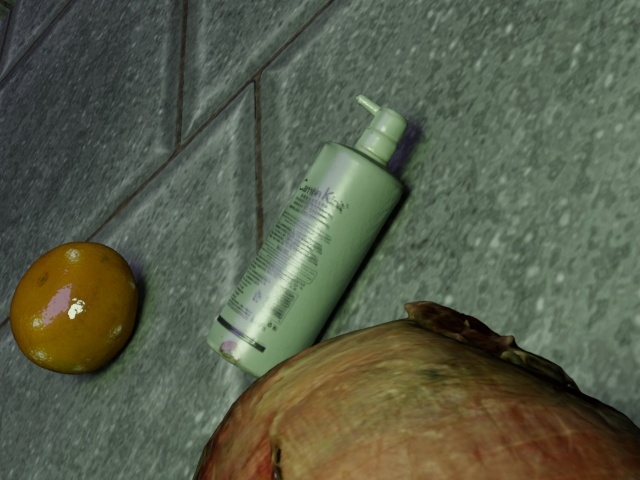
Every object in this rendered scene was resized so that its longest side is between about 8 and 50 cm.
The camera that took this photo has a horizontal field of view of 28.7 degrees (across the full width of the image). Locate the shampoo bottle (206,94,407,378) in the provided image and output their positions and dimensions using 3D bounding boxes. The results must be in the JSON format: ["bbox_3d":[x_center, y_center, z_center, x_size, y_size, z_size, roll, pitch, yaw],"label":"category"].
[{"bbox_3d":[0.000,0.000,1.105,0.262,0.085,0.085,-59,29,-1],"label":"shampoo bottle"}]

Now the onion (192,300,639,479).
[{"bbox_3d":[0.057,0.206,0.615,0.353,0.353,0.354,-38,35,33],"label":"onion"}]

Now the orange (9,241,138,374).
[{"bbox_3d":[-0.276,0.078,1.422,0.156,0.124,0.156,-21,47,24],"label":"orange"}]
